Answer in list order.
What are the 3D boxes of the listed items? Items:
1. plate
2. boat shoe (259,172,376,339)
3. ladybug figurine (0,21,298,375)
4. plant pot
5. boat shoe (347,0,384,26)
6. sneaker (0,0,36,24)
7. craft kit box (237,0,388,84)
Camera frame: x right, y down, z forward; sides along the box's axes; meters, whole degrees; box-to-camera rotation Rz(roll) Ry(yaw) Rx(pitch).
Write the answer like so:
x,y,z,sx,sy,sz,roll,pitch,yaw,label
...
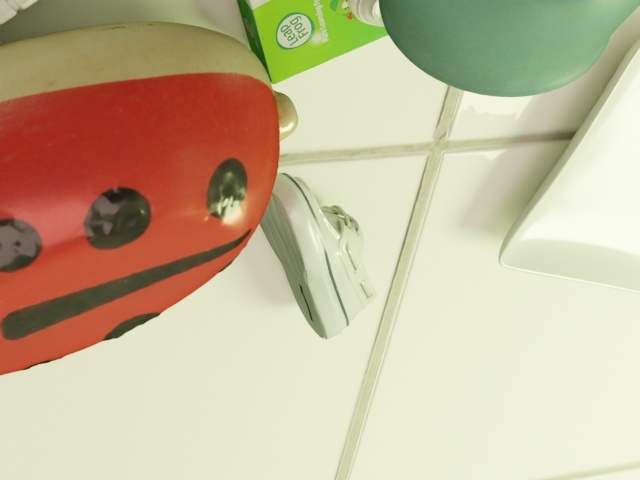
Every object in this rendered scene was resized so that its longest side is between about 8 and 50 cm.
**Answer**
x,y,z,sx,sy,sz,roll,pitch,yaw,label
0.334,-0.072,1.720,0.278,0.045,0.277,11,121,-35,plate
0.000,0.000,1.587,0.076,0.083,0.226,-36,149,-13,boat shoe
-0.216,-0.015,1.348,0.449,0.162,0.305,-22,151,-12,ladybug figurine
0.143,-0.245,1.242,0.272,0.271,0.255,-17,148,-15,plant pot
0.114,-0.191,1.401,0.184,0.063,0.066,-3,130,-28,boat shoe
-0.287,-0.173,1.283,0.191,0.071,0.083,-32,104,10,sneaker
0.038,-0.272,1.372,0.247,0.061,0.250,-22,135,-6,craft kit box
